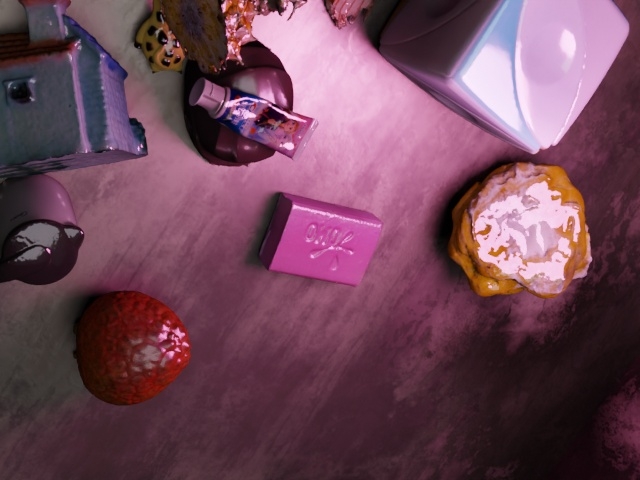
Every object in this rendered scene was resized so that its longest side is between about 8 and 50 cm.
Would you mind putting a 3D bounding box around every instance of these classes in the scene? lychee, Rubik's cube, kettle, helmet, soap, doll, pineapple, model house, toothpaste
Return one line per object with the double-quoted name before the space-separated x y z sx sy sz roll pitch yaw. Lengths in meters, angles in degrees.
"lychee" -0.418 0.231 1.743 0.255 0.300 0.255 -16 110 -52
"Rubik's cube" 0.383 -0.433 1.718 0.352 0.347 0.352 32 98 -33
"kettle" -0.571 -0.004 1.540 0.221 0.236 0.161 -27 123 -12
"helmet" -0.152 -0.266 1.651 0.225 0.177 0.305 -17 119 -19
"soap" 0.001 0.001 1.909 0.260 0.081 0.181 13 108 -30
"doll" -0.305 -0.460 1.536 0.117 0.086 0.291 -5 119 -12
"pineapple" -0.123 -0.464 1.458 0.272 0.262 0.262 -28 124 -26
"model house" -0.507 -0.292 1.468 0.295 0.252 0.329 -9 96 4
"toothpaste" -0.124 -0.236 1.547 0.266 0.061 0.096 20 109 -35

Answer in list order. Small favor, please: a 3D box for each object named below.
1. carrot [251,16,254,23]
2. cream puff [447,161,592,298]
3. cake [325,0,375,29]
"carrot" -0.150 -0.494 1.595 0.082 0.082 0.173 9 109 -29
"cream puff" 0.503 -0.008 2.054 0.379 0.275 0.378 0 90 0
"cake" 0.083 -0.569 1.658 0.098 0.135 0.287 -16 130 -34
